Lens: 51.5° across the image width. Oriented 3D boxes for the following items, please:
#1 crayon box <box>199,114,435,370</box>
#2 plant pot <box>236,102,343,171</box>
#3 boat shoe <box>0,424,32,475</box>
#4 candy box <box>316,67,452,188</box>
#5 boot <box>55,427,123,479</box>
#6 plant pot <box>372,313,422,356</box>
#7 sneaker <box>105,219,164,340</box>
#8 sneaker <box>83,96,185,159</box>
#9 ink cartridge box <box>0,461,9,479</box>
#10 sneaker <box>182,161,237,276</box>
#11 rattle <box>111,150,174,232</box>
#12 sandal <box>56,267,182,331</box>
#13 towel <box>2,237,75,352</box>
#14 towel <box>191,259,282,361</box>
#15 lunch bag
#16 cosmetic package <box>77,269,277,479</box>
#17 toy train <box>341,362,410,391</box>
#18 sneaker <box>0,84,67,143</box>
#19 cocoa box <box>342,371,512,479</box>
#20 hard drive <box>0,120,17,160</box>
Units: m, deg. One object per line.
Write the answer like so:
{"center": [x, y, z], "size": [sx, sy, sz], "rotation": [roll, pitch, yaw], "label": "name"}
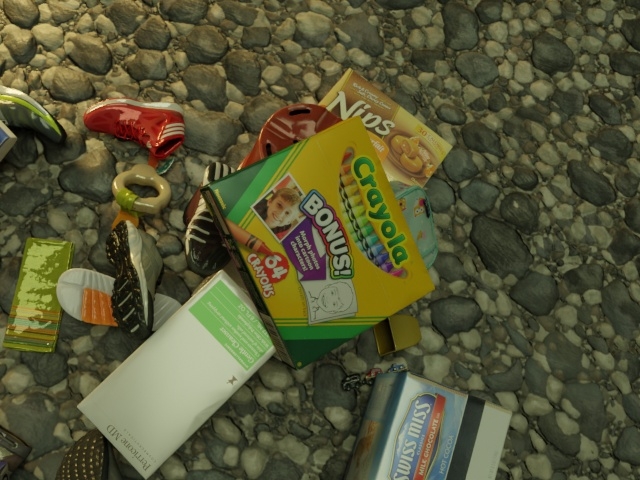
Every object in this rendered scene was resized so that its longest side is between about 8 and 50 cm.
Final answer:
{"center": [0.000, 0.000, 1.226], "size": [0.313, 0.106, 0.363], "rotation": [-28, 100, -18], "label": "crayon box"}
{"center": [-0.049, -0.146, 1.429], "size": [0.272, 0.265, 0.273], "rotation": [3, 73, -10], "label": "plant pot"}
{"center": [-0.665, 0.326, 1.258], "size": [0.092, 0.103, 0.285], "rotation": [-41, 89, -24], "label": "boat shoe"}
{"center": [0.134, -0.242, 1.587], "size": [0.316, 0.087, 0.183], "rotation": [37, 70, 2], "label": "candy box"}
{"center": [-0.369, 0.525, 1.230], "size": [0.118, 0.338, 0.223], "rotation": [-36, 127, 2], "label": "boot"}
{"center": [0.175, 0.205, 1.469], "size": [0.083, 0.081, 0.081], "rotation": [-6, 75, -24], "label": "plant pot"}
{"center": [-0.355, 0.077, 1.324], "size": [0.108, 0.100, 0.272], "rotation": [24, 37, -41], "label": "sneaker"}
{"center": [-0.408, -0.244, 1.466], "size": [0.221, 0.087, 0.128], "rotation": [-8, 54, -12], "label": "sneaker"}
{"center": [-0.589, 0.537, 1.073], "size": [0.151, 0.270, 0.396], "rotation": [-5, 89, -16], "label": "ink cartridge box"}
{"center": [-0.243, -0.017, 1.401], "size": [0.106, 0.162, 0.282], "rotation": [25, 49, -21], "label": "sneaker"}
{"center": [-0.391, -0.098, 1.475], "size": [0.130, 0.143, 0.200], "rotation": [-1, 38, -5], "label": "rattle"}
{"center": [-0.419, 0.137, 1.379], "size": [0.265, 0.076, 0.102], "rotation": [21, 73, -27], "label": "sandal"}
{"center": [-0.583, 0.111, 1.376], "size": [0.102, 0.021, 0.238], "rotation": [8, 72, -10], "label": "towel"}
{"center": [-0.115, 0.131, 1.450], "size": [0.282, 0.049, 0.187], "rotation": [35, 69, 2], "label": "towel"}
{"center": [0.135, 0.011, 1.445], "size": [0.279, 0.107, 0.224], "rotation": [-31, 118, -27], "label": "lunch bag"}
{"center": [-0.260, 0.255, 1.301], "size": [0.197, 0.155, 0.365], "rotation": [44, 78, 1], "label": "cosmetic package"}
{"center": [0.121, 0.298, 1.457], "size": [0.158, 0.027, 0.036], "rotation": [-10, 65, -13], "label": "toy train"}
{"center": [-0.693, -0.270, 1.436], "size": [0.299, 0.111, 0.121], "rotation": [25, 80, 3], "label": "sneaker"}
{"center": [0.187, 0.456, 1.303], "size": [0.227, 0.231, 0.347], "rotation": [21, 75, -6], "label": "cocoa box"}
{"center": [-0.805, -0.248, 1.377], "size": [0.319, 0.040, 0.210], "rotation": [45, 103, 4], "label": "hard drive"}
